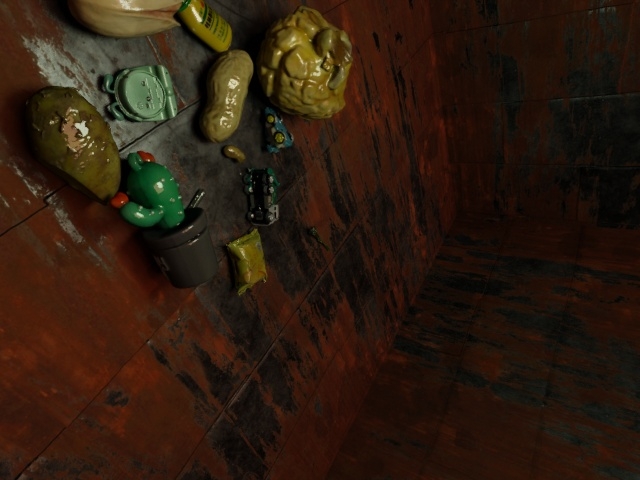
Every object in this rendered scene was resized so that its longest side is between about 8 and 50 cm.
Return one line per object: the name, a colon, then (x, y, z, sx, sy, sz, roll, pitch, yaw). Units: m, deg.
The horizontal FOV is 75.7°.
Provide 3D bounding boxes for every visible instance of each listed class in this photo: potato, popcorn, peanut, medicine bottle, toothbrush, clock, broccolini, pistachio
potato: (-0.302, -0.306, 1.446, 0.092, 0.046, 0.045, 23, 114, -45)
popcorn: (-0.059, -0.632, 1.496, 0.390, 0.355, 0.343, 103, -25, -61)
peanut: (-0.309, -0.470, 1.324, 0.148, 0.148, 0.318, 26, 79, -54)
medicine bottle: (-0.389, -0.683, 1.213, 0.309, 0.076, 0.111, 23, 64, -53)
toothbrush: (-0.443, -0.046, 1.313, 0.030, 0.031, 0.297, 88, 24, -63)
clock: (-0.494, -0.398, 1.134, 0.189, 0.060, 0.148, -34, 124, -46)
broccolini: (0.001, 0.000, 1.952, 0.218, 0.042, 0.044, 50, 57, -49)
pistachio: (-0.471, -0.595, 1.015, 0.299, 0.188, 0.187, -27, 118, -46)
potato: (-0.577, -0.215, 0.983, 0.176, 0.141, 0.298, -39, 127, -33)

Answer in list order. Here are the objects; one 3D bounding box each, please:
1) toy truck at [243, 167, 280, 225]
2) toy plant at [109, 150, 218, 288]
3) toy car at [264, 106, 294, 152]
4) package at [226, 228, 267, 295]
toy truck: (-0.209, -0.171, 1.558, 0.116, 0.110, 0.215, -31, 122, -62)
toy plant: (-0.427, -0.059, 1.151, 0.279, 0.186, 0.399, -51, 133, -50)
toy car: (-0.182, -0.417, 1.574, 0.161, 0.098, 0.126, 59, 15, -7)
package: (-0.268, 0.082, 1.535, 0.168, 0.090, 0.226, -31, 119, -51)
